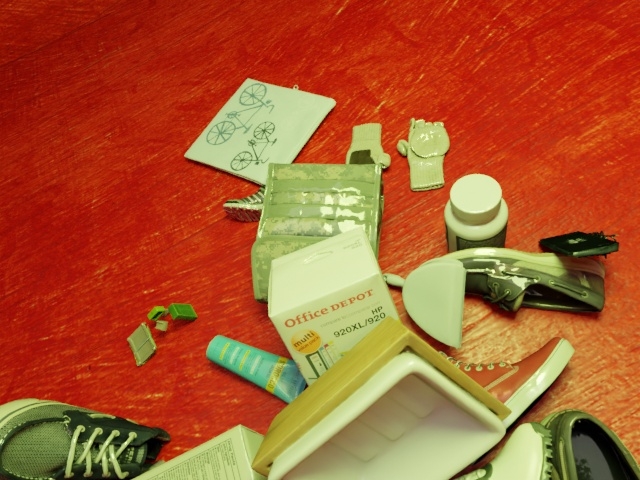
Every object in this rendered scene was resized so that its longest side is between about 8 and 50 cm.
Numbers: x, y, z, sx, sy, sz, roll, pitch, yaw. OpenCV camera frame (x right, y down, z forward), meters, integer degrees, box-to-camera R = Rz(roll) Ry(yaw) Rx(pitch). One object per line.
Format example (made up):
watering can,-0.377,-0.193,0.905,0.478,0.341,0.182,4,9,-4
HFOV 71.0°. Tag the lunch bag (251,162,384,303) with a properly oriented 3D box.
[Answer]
lunch bag,0.000,0.000,0.892,0.236,0.169,0.286,3,70,11

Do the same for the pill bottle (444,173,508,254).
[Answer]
pill bottle,0.280,-0.032,0.809,0.108,0.180,0.107,-9,57,13

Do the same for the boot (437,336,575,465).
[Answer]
boot,0.264,0.206,0.725,0.244,0.088,0.176,-41,54,-5

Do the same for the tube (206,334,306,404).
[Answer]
tube,-0.119,0.241,0.857,0.207,0.052,0.080,16,72,20

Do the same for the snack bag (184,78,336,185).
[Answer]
snack bag,-0.161,-0.302,1.218,0.343,0.037,0.323,22,69,29

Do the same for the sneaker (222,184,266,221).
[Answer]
sneaker,-0.145,-0.092,1.065,0.171,0.063,0.074,-3,58,11

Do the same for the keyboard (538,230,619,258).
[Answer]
keyboard,0.439,0.015,0.747,0.100,0.192,0.038,-13,94,15

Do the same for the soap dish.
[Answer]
soap dish,0.083,0.259,0.630,0.291,0.229,0.118,-45,24,14

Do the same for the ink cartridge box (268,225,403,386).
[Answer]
ink cartridge box,0.039,0.131,0.725,0.171,0.232,0.168,-23,25,5

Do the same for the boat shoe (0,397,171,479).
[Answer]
boat shoe,-0.370,0.327,0.716,0.158,0.340,0.127,4,71,9

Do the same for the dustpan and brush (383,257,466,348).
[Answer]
dustpan and brush,0.178,0.091,0.808,0.211,0.060,0.147,12,106,47

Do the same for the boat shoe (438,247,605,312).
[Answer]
boat shoe,0.334,0.076,0.773,0.286,0.102,0.092,2,55,13

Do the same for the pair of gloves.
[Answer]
pair of gloves,0.174,-0.206,1.041,0.240,0.042,0.204,3,60,19

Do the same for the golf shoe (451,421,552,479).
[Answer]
golf shoe,0.213,0.354,0.600,0.120,0.105,0.272,30,82,18

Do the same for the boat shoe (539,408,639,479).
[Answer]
boat shoe,0.372,0.384,0.544,0.133,0.130,0.355,-22,55,5

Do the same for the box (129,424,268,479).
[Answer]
box,-0.185,0.422,0.711,0.233,0.126,0.148,-26,54,1

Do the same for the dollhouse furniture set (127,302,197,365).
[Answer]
dollhouse furniture set,-0.343,0.196,0.972,0.151,0.059,0.076,-45,62,11
